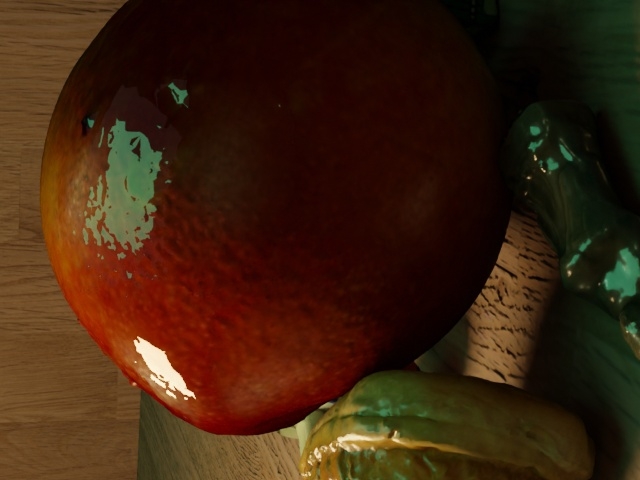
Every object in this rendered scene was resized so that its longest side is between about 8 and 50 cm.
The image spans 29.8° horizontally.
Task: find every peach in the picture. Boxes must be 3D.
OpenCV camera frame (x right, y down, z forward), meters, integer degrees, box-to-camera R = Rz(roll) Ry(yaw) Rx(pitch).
[{"bbox_3d":[-0.041,-0.035,0.960,0.388,0.388,0.388,-179,90,-74],"label":"peach"}]

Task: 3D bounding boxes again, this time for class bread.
[{"bbox_3d":[0.087,0.175,0.897,0.236,0.198,0.120,121,162,-61],"label":"bread"}]

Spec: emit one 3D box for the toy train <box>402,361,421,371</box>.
[{"bbox_3d":[0.042,0.253,1.250,0.409,0.089,0.086,113,176,-51],"label":"toy train"}]

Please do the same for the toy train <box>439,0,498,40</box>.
[{"bbox_3d":[0.075,-0.232,1.135,0.269,0.115,0.154,151,117,-66],"label":"toy train"}]

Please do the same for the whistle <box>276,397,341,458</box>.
[{"bbox_3d":[-0.013,0.183,1.448,0.110,0.092,0.244,111,156,-47],"label":"whistle"}]

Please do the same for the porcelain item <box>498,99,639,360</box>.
[{"bbox_3d":[0.187,0.004,0.810,0.081,0.069,0.215,113,149,-42],"label":"porcelain item"}]
